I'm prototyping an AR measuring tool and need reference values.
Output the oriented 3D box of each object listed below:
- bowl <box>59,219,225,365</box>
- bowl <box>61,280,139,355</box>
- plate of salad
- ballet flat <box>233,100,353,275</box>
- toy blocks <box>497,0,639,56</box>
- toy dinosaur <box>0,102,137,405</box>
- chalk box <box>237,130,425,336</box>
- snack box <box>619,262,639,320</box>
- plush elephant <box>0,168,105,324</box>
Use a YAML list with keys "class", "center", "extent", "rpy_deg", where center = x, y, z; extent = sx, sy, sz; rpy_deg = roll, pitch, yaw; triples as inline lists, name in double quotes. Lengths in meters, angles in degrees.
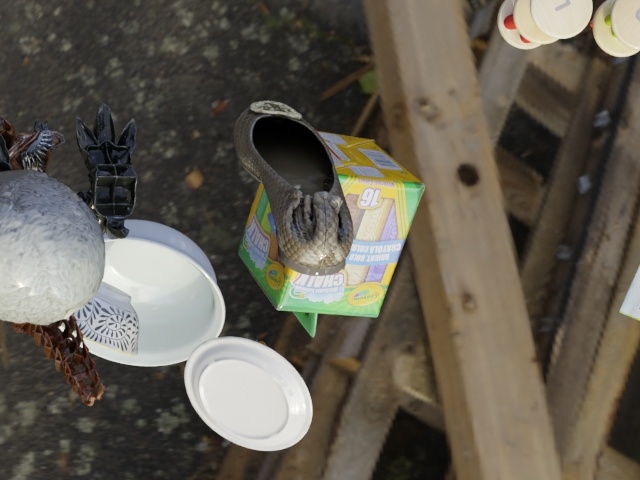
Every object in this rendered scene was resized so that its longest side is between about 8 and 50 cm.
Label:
- class: "bowl"
  center: [-0.299, 0.064, 2.063]
  extent: [0.298, 0.298, 0.134]
  rpy_deg: [28, 38, -21]
- class: "bowl"
  center: [-0.350, 0.109, 1.962]
  extent: [0.170, 0.170, 0.080]
  rpy_deg: [26, 90, -22]
- class: "plate of salad"
  center: [-0.101, 0.216, 1.779]
  extent: [0.200, 0.200, 0.048]
  rpy_deg: [50, 36, -11]
- class: "ballet flat"
  center: [-0.021, -0.060, 1.015]
  extent: [0.084, 0.250, 0.058]
  rpy_deg: [1, 122, -12]
- class: "toy blocks"
  center: [0.222, -0.191, 1.084]
  extent: [0.123, 0.148, 0.054]
  rpy_deg: [7, 93, -7]
- class: "toy dinosaur"
  center: [-0.259, -0.017, 1.118]
  extent: [0.322, 0.218, 0.164]
  rpy_deg: [48, 52, -1]
- class: "chalk box"
  center: [0.000, 0.000, 1.364]
  extent: [0.132, 0.132, 0.213]
  rpy_deg: [7, 114, -30]
- class: "snack box"
  center: [0.349, 0.002, 1.232]
  extent: [0.037, 0.141, 0.100]
  rpy_deg: [25, 29, 16]
- class: "plush elephant"
  center: [-0.254, 0.132, 0.458]
  extent: [0.330, 0.272, 0.255]
  rpy_deg: [-3, 106, 7]
